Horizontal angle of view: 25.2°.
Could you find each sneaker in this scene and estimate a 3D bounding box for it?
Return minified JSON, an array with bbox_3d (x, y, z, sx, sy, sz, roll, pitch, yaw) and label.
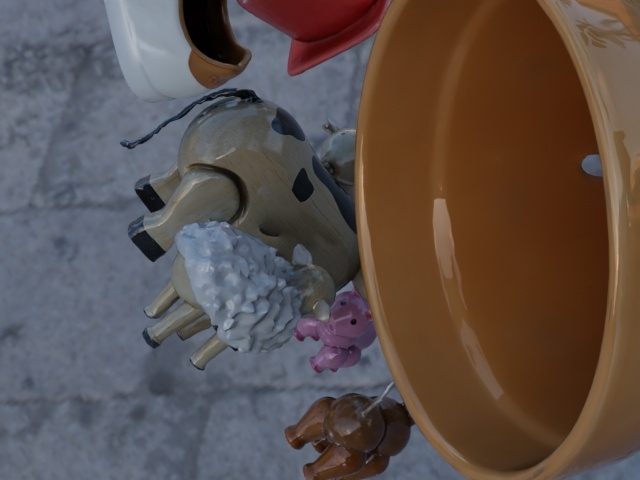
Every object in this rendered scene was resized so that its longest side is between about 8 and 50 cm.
[{"bbox_3d":[-0.127,-0.258,1.145,0.123,0.290,0.106,-6,24,33],"label":"sneaker"}]

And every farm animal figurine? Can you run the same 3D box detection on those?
[{"bbox_3d":[0.000,0.000,1.084,0.172,0.327,0.330,-35,40,14],"label":"farm animal figurine"}]

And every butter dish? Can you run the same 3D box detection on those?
[{"bbox_3d":[-0.014,-0.204,0.920,0.160,0.118,0.159,-13,62,66],"label":"butter dish"}]

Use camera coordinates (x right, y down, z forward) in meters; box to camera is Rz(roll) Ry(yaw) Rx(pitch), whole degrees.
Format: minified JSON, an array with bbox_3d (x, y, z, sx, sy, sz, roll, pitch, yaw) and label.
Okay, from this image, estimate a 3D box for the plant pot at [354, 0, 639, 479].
[{"bbox_3d":[0.167,-0.019,0.800,0.204,0.290,0.291,-5,37,-22],"label":"plant pot"}]
